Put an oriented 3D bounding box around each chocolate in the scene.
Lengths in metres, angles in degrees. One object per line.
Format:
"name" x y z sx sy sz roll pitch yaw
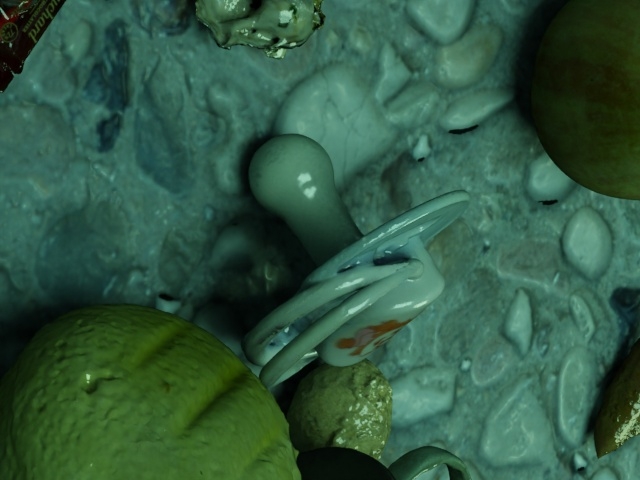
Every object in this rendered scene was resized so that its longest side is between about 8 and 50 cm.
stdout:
"chocolate" -0.263 -0.223 1.631 0.086 0.028 0.182 44 73 -39

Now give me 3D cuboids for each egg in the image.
"egg" 0.023 0.186 1.903 0.118 0.116 0.140 -23 145 -48

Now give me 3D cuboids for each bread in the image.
"bread" -0.163 0.207 1.650 0.320 0.320 0.237 10 116 -38

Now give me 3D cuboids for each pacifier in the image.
"pacifier" 0.000 0.000 1.791 0.244 0.299 0.233 -19 73 -39

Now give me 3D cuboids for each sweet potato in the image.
"sweet potato" 0.388 0.176 2.209 0.068 0.060 0.206 23 95 -11

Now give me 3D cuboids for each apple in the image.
"apple" 0.365 -0.168 1.993 0.257 0.234 0.256 -9 104 -37

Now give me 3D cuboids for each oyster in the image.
"oyster" -0.056 -0.227 1.771 0.166 0.053 0.108 14 75 -32

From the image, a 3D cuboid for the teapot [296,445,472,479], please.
"teapot" 0.064 0.331 1.867 0.270 0.200 0.337 -52 142 -14
